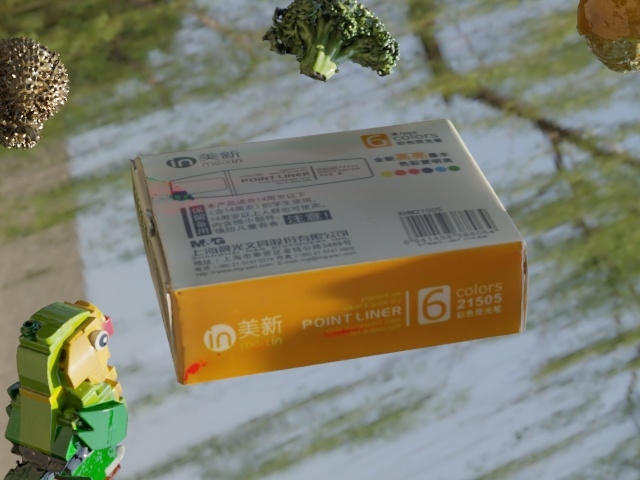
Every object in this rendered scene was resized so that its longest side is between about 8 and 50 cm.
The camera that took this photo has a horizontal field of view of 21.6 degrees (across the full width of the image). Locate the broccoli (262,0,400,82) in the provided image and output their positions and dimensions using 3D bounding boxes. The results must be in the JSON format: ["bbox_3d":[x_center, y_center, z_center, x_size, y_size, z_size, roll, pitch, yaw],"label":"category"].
[{"bbox_3d":[0.011,-0.167,1.434,0.097,0.092,0.095,37,-29,-29],"label":"broccoli"}]

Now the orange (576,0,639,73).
[{"bbox_3d":[0.368,-0.267,1.935,0.134,0.156,0.156,9,-58,35],"label":"orange"}]

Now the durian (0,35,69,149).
[{"bbox_3d":[-0.221,-0.107,1.236,0.091,0.080,0.080,57,-24,34],"label":"durian"}]

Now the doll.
[{"bbox_3d":[-0.238,0.148,1.536,0.106,0.134,0.186,15,-75,33],"label":"doll"}]

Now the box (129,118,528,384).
[{"bbox_3d":[0.000,0.000,1.289,0.220,0.274,0.091,-110,-164,-58],"label":"box"}]
